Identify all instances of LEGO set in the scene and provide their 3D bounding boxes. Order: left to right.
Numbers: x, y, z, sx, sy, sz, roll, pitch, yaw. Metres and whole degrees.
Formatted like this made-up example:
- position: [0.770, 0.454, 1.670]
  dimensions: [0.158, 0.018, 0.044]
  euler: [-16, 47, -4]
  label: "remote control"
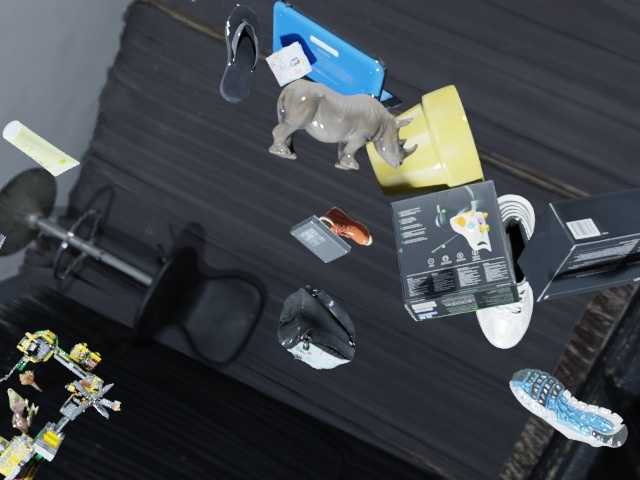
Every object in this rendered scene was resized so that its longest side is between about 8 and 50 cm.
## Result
- position: [-0.615, 0.360, 1.337]
  dimensions: [0.331, 0.255, 0.192]
  euler: [-43, -171, -11]
  label: "LEGO set"

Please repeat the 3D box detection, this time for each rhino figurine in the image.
- position: [0.042, -0.152, 0.878]
  dimensions: [0.073, 0.244, 0.106]
  euler: [16, -82, 60]
  label: "rhino figurine"

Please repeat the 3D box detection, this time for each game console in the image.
- position: [0.052, -0.420, 1.438]
  dimensions: [0.173, 0.293, 0.250]
  euler: [-48, 165, -25]
  label: "game console"

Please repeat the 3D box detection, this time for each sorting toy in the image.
- position: [0.302, -0.014, 1.221]
  dimensions: [0.083, 0.075, 0.045]
  euler: [3, 152, -38]
  label: "sorting toy"

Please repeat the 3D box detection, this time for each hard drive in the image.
- position: [0.000, 0.000, 1.627]
  dimensions: [0.094, 0.135, 0.022]
  euler: [-27, -149, 43]
  label: "hard drive"

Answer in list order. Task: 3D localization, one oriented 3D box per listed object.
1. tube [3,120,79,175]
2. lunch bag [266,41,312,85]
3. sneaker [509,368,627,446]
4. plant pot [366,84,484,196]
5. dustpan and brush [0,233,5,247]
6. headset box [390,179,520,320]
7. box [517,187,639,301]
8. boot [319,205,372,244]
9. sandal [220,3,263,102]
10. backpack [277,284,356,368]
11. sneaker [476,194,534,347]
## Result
- position: [-0.831, -0.267, 1.886]
  dimensions: [0.062, 0.070, 0.240]
  euler: [-68, 155, -15]
  label: "tube"
- position: [-0.066, -0.385, 1.376]
  dimensions: [0.083, 0.071, 0.053]
  euler: [-12, -154, 38]
  label: "lunch bag"
- position: [0.390, 0.283, 1.035]
  dimensions: [0.071, 0.191, 0.083]
  euler: [-52, 167, -27]
  label: "sneaker"
- position: [0.246, -0.217, 1.538]
  dimensions: [0.254, 0.239, 0.253]
  euler: [-17, 90, -78]
  label: "plant pot"
- position: [-0.892, 0.045, 1.538]
  dimensions: [0.147, 0.211, 0.060]
  euler: [-94, 162, -49]
  label: "dustpan and brush"
- position: [0.306, 0.017, 1.469]
  dimensions: [0.131, 0.247, 0.282]
  euler: [50, 30, -60]
  label: "headset box"
- position: [0.516, 0.003, 1.136]
  dimensions: [0.184, 0.262, 0.103]
  euler: [95, -18, -52]
  label: "box"
- position: [0.069, -0.030, 1.766]
  dimensions: [0.085, 0.158, 0.059]
  euler: [-29, 147, -44]
  label: "boot"
- position: [-0.187, -0.463, 1.561]
  dimensions: [0.054, 0.097, 0.254]
  euler: [-18, -114, 62]
  label: "sandal"
- position: [-0.006, 0.205, 1.397]
  dimensions: [0.115, 0.182, 0.151]
  euler: [-23, -138, 40]
  label: "backpack"
- position: [0.487, 0.121, 1.696]
  dimensions: [0.257, 0.169, 0.447]
  euler: [-46, 136, -65]
  label: "sneaker"
